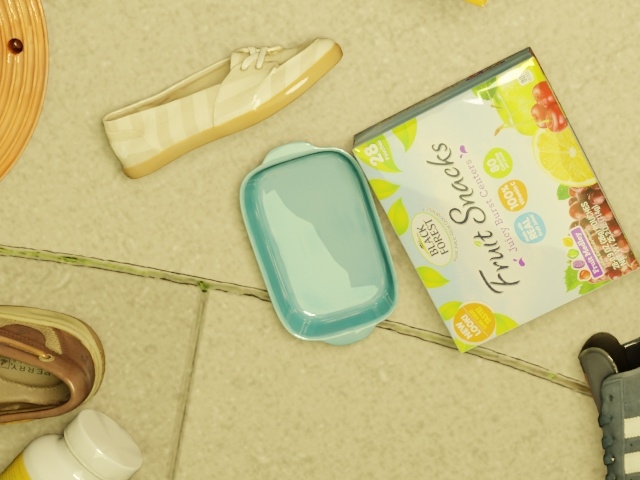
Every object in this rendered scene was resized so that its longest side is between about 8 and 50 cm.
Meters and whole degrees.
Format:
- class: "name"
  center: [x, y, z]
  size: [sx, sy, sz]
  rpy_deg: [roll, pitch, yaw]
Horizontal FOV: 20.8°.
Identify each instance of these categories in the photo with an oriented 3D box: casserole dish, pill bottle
- class: "casserole dish"
  center: [0.000, 0.000, 1.528]
  size: [0.114, 0.037, 0.188]
  rpy_deg: [-17, 105, 7]
- class: "pill bottle"
  center: [-0.247, 0.242, 1.572]
  size: [0.103, 0.103, 0.184]
  rpy_deg: [41, 104, -8]

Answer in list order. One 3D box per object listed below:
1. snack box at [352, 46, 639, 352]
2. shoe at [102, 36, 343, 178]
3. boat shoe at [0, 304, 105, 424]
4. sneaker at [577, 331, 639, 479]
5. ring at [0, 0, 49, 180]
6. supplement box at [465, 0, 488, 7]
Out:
- class: "snack box"
  center: [0.149, -0.034, 1.493]
  size: [0.174, 0.070, 0.207]
  rpy_deg: [-26, 101, 9]
- class: "shoe"
  center: [-0.085, -0.123, 1.478]
  size: [0.219, 0.076, 0.058]
  rpy_deg: [-26, 107, 12]
- class: "boat shoe"
  center: [-0.367, 0.112, 1.533]
  size: [0.342, 0.123, 0.123]
  rpy_deg: [7, 105, 1]
- class: "sneaker"
  center: [0.278, 0.165, 1.521]
  size: [0.148, 0.131, 0.350]
  rpy_deg: [22, 100, 4]
- class: "ring"
  center: [-0.399, -0.169, 1.506]
  size: [0.336, 0.032, 0.336]
  rpy_deg: [1, 106, 3]
- class: "supplement box"
  center: [0.076, -0.314, 1.389]
  size: [0.194, 0.129, 0.191]
  rpy_deg: [20, 105, -3]
